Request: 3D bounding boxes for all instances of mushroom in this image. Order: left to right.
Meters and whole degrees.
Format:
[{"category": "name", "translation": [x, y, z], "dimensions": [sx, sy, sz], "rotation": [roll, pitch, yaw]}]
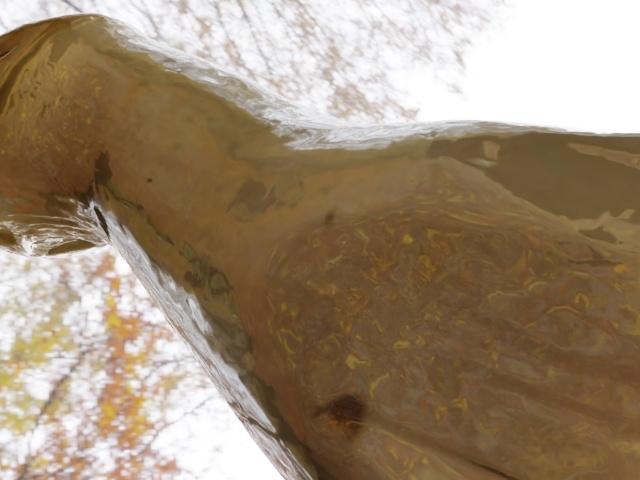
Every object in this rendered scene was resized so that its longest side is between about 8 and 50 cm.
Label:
[{"category": "mushroom", "translation": [0.000, 0.000, 0.426], "dimensions": [0.329, 0.122, 0.159], "rotation": [28, -82, 34]}]
